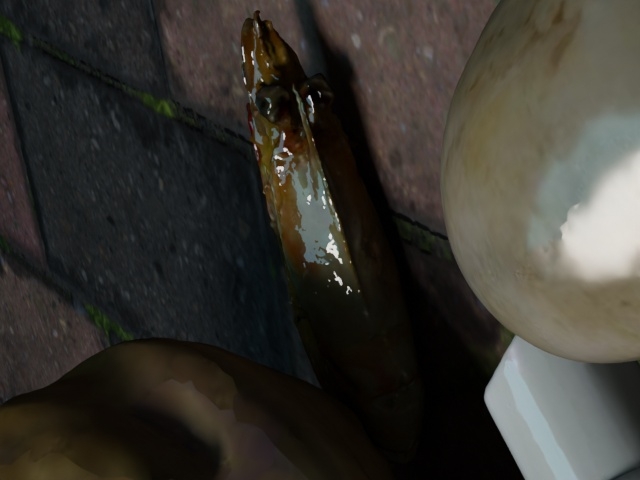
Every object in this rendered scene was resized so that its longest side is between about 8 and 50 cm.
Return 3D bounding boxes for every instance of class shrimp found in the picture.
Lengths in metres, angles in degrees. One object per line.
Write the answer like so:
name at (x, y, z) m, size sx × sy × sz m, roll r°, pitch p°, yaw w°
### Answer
shrimp at (-0.001, 0.000, 1.174) m, size 0.154 × 0.062 × 0.294 m, roll 32°, pitch 139°, yaw 62°

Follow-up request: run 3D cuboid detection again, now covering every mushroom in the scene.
mushroom at (0.151, -0.047, 0.696) m, size 0.206 × 0.209 × 0.206 m, roll -173°, pitch 90°, yaw -88°

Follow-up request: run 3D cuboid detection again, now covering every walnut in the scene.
walnut at (-0.070, 0.244, 1.105) m, size 0.383 × 0.383 × 0.383 m, roll 46°, pitch 147°, yaw 43°

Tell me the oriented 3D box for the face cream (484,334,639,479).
face cream at (0.170, 0.184, 0.845) m, size 0.369 × 0.145 × 0.145 m, roll 64°, pitch 156°, yaw 16°
